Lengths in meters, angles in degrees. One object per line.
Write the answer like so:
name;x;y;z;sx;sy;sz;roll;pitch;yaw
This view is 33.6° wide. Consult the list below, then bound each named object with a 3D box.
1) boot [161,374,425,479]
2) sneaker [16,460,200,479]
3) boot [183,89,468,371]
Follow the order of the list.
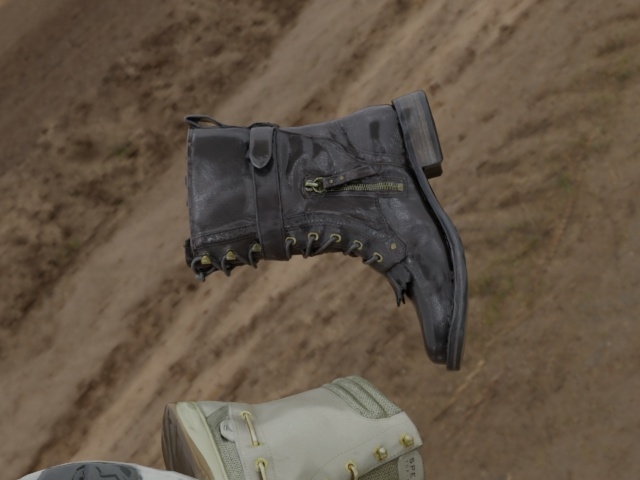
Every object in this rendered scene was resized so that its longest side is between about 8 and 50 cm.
boot;0.002;0.176;0.697;0.165;0.077;0.213;-7;40;-26
sneaker;-0.073;0.175;0.419;0.410;0.182;0.158;-14;69;42
boot;0.000;0.000;0.895;0.229;0.262;0.091;-12;-17;4
